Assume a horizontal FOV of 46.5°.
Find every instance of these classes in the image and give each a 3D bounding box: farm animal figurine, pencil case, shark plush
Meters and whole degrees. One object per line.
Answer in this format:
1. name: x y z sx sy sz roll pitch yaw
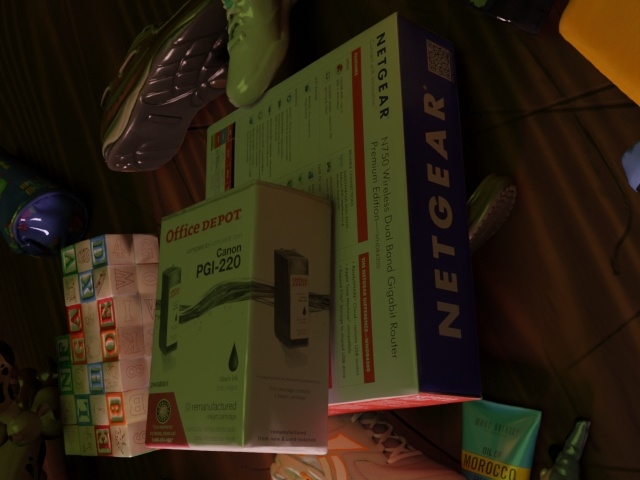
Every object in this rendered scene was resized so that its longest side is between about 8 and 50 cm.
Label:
1. farm animal figurine: -0.454 0.286 1.101 0.330 0.172 0.327 96 179 -73
2. pencil case: -0.510 -0.067 1.230 0.306 0.119 0.133 26 79 40
3. shark plush: 0.213 0.234 0.636 0.067 0.073 0.161 8 75 23

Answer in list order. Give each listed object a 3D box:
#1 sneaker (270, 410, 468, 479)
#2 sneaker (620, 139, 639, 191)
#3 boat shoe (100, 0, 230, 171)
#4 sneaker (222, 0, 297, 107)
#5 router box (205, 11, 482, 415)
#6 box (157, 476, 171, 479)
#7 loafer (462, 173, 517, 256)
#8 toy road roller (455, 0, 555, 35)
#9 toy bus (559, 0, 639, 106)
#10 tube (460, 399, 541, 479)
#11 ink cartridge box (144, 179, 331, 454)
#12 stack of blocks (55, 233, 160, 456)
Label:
1. sneaker: 0.039 0.200 0.736 0.262 0.099 0.121 -4 78 51
2. sneaker: 0.320 -0.054 0.490 0.232 0.081 0.090 -18 73 41
3. boat shoe: -0.197 -0.219 0.941 0.324 0.122 0.120 -41 61 35
4. sneaker: -0.078 -0.249 0.799 0.080 0.094 0.212 -6 64 52
5. router box: 0.000 0.000 0.727 0.301 0.082 0.335 -19 66 45
6. box: -0.385 0.434 1.011 0.295 0.293 0.073 -39 65 37
7. loafer: 0.124 -0.007 0.689 0.050 0.056 0.148 47 121 24
8. toy road roller: 0.074 -0.325 0.602 0.329 0.240 0.202 40 116 35
9. toy bus: 0.306 -0.231 0.464 0.333 0.130 0.108 -53 57 30
10. tube: 0.155 0.250 0.677 0.080 0.052 0.207 5 89 38
11. ink cartridge box: -0.072 0.073 0.654 0.158 0.092 0.218 -16 66 46
12. stack of blocks: -0.298 0.149 1.063 0.171 0.087 0.297 -13 82 42
